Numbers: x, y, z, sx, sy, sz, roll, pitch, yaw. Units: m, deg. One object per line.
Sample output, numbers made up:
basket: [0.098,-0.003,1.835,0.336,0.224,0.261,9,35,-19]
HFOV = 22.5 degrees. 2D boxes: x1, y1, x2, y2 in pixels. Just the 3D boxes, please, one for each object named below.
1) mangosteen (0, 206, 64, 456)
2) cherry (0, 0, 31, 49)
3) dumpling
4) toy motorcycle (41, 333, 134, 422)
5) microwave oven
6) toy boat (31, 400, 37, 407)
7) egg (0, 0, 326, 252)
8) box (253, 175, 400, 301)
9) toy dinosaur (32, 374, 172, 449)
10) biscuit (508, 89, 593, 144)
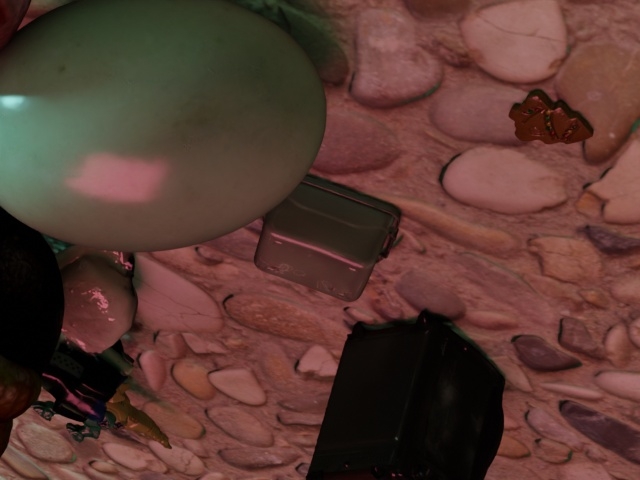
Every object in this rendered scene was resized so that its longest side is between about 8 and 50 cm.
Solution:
mangosteen: [-0.507,0.117,2.003,0.382,0.435,0.382,-5,128,-7]
cherry: [-0.389,-0.288,1.603,0.213,0.236,0.285,18,177,-25]
dumpling: [-0.324,0.070,2.226,0.150,0.092,0.176,19,147,-4]
toy motorcycle: [-0.434,0.147,2.303,0.331,0.196,0.125,31,145,-14]
microwave oven: [0.118,0.247,2.120,0.188,0.247,0.178,-14,138,43]
toy boat: [-0.490,0.215,2.523,0.088,0.102,0.215,15,147,4]
egg: [-0.185,-0.125,1.689,0.389,0.276,0.276,-5,142,13]
box: [0.000,0.000,1.951,0.172,0.093,0.124,19,147,1]
toy dinosaur: [-0.334,0.257,2.495,0.153,0.094,0.259,-23,125,21]
biscuit: [0.245,-0.124,1.712,0.092,0.016,0.082,20,147,3]
